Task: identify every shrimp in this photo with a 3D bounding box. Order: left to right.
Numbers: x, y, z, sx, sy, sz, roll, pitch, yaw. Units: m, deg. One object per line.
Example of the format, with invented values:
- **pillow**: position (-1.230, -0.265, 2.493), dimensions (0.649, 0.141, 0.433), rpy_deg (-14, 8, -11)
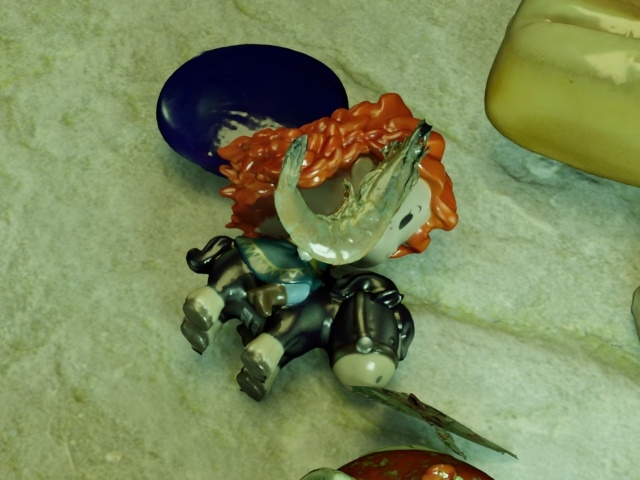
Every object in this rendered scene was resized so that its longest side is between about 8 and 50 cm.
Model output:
- **shrimp**: position (0.035, -0.079, 1.859), dimensions (0.152, 0.046, 0.219), rpy_deg (41, 74, -6)

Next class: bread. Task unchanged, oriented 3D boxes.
- **bread**: position (0.418, -0.213, 2.132), dimensions (0.376, 0.253, 0.348), rpy_deg (18, 42, 16)

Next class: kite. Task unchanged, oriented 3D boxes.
- **kite**: position (0.129, 0.204, 1.789), dimensions (0.229, 0.012, 0.250), rpy_deg (23, 6, -15)

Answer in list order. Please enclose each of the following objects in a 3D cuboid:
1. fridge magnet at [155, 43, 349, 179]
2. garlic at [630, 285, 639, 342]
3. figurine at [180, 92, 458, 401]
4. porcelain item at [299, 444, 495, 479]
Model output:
- **fridge magnet**: position (-0.093, -0.175, 2.202), dimensions (0.265, 0.112, 0.265), rpy_deg (-1, 45, 1)
- **garlic**: position (0.501, 0.140, 1.886), dimensions (0.318, 0.112, 0.143), rpy_deg (33, 50, 16)
- **figurine**: position (0.003, 0.009, 1.951), dimensions (0.306, 0.241, 0.411), rpy_deg (6, 56, 11)
- **porcelain item**: position (0.090, 0.297, 1.626), dimensions (0.253, 0.253, 0.253), rpy_deg (0, 44, 0)
